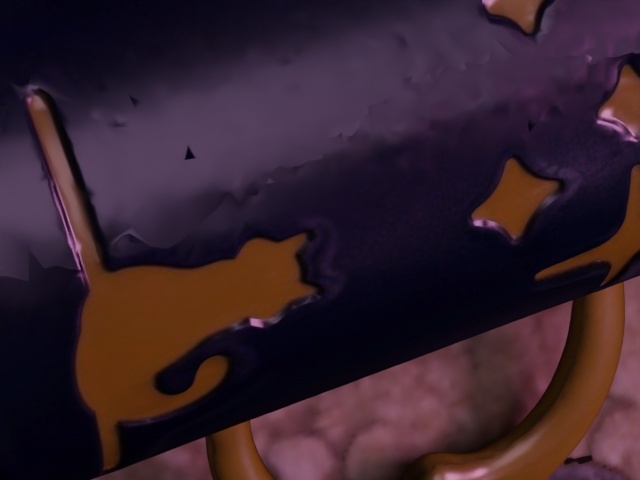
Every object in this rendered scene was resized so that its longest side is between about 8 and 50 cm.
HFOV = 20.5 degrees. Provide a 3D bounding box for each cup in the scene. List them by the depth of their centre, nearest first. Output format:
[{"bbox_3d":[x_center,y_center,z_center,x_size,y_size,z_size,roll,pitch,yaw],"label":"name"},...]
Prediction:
[{"bbox_3d":[0.004,-0.003,0.501,0.256,0.178,0.255,-21,98,-14],"label":"cup"}]
